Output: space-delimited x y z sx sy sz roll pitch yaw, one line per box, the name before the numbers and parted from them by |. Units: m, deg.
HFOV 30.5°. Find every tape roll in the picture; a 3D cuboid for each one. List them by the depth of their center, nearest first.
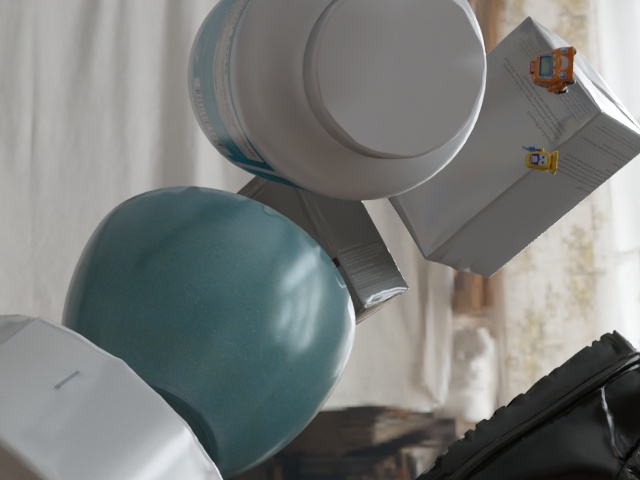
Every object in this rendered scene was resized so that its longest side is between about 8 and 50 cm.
tape roll | -0.188 0.190 0.754 0.286 0.286 0.100 -11 19 38

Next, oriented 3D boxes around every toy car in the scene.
toy car | 0.210 -0.121 1.093 0.041 0.122 0.060 5 10 -1

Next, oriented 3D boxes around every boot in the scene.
boot | 0.214 0.243 0.891 0.348 0.260 0.131 -34 -28 -19

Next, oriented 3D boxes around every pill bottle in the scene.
pill bottle | 0.008 -0.100 0.710 0.146 0.146 0.264 2 6 -15

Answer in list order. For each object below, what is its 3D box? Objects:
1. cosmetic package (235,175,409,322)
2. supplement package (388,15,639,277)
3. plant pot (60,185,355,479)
cosmetic package | 0.000 0.000 1.566 0.107 0.238 0.127 -21 -14 -44
supplement package | 0.244 -0.114 1.543 0.293 0.175 0.177 -42 -30 22
plant pot | -0.129 0.121 1.115 0.290 0.195 0.290 8 -54 11
